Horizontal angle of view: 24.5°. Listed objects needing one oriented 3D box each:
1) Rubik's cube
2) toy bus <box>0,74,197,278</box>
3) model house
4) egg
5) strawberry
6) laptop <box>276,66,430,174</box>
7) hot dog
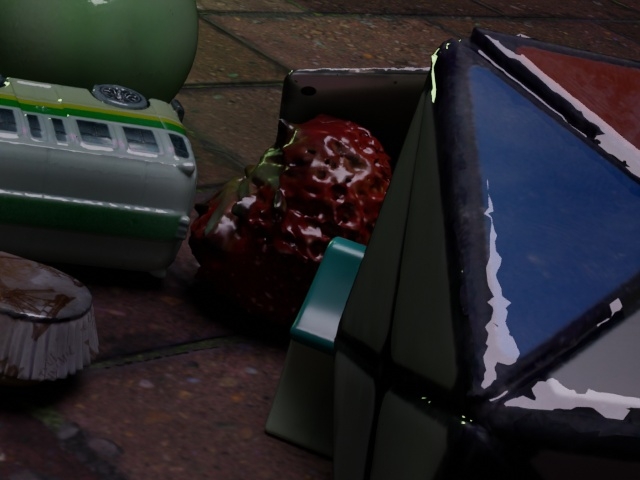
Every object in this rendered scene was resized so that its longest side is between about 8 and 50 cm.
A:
[{"bbox_3d":[0.179,0.097,0.869,0.306,0.310,0.305,10,45,-9],"label":"Rubik's cube"},{"bbox_3d":[-0.246,-0.058,1.240,0.276,0.134,0.165,6,24,-24],"label":"toy bus"},{"bbox_3d":[0.035,0.078,1.112,0.100,0.149,0.127,18,23,10],"label":"model house"},{"bbox_3d":[-0.235,-0.215,1.499,0.220,0.220,0.270,15,31,-6],"label":"egg"},{"bbox_3d":[0.000,0.000,1.249,0.201,0.187,0.184,45,-17,-12],"label":"strawberry"},{"bbox_3d":[0.051,-0.078,1.341,0.187,0.269,0.015,-1,62,-7],"label":"laptop"},{"bbox_3d":[-0.288,0.038,1.072,0.268,0.075,0.144,17,18,9],"label":"hot dog"}]
